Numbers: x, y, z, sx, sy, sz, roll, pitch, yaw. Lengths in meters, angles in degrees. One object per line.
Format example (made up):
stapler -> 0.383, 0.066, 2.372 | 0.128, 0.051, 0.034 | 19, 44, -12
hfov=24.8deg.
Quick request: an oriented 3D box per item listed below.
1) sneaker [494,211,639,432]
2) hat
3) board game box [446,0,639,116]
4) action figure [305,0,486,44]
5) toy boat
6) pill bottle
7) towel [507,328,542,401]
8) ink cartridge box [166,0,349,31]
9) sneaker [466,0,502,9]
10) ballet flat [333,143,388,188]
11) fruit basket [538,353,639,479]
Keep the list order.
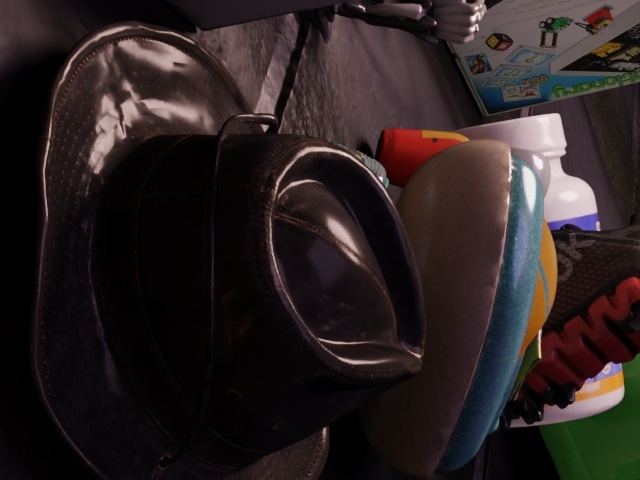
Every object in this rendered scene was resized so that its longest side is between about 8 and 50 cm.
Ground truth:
sneaker -> 0.194, 0.064, 1.222 | 0.097, 0.276, 0.135 | 44, 25, -48
hat -> -0.021, 0.028, 0.804 | 0.331, 0.134, 0.331 | -9, 90, -68
board game box -> 0.279, -0.232, 1.456 | 0.193, 0.305, 0.053 | 56, 30, -47
action figure -> 0.067, -0.243, 1.175 | 0.275, 0.141, 0.164 | -27, 119, -68
toy boat -> 0.116, 0.011, 1.121 | 0.318, 0.148, 0.267 | -86, -172, -54
pill bottle -> 0.187, 0.025, 1.345 | 0.152, 0.152, 0.272 | -16, 97, -67
towel -> 0.161, 0.078, 1.121 | 0.083, 0.009, 0.060 | -73, -176, -47
ink cartridge box -> -0.029, -0.259, 0.927 | 0.093, 0.154, 0.212 | 34, 53, -59
sneaker -> 0.118, -0.382, 1.350 | 0.146, 0.134, 0.344 | -44, 122, -64
ballet flat -> 0.000, 0.000, 1.046 | 0.188, 0.070, 0.070 | -75, 148, -47
fruit basket -> 0.344, 0.214, 1.560 | 0.283, 0.392, 0.392 | -23, 106, -34
